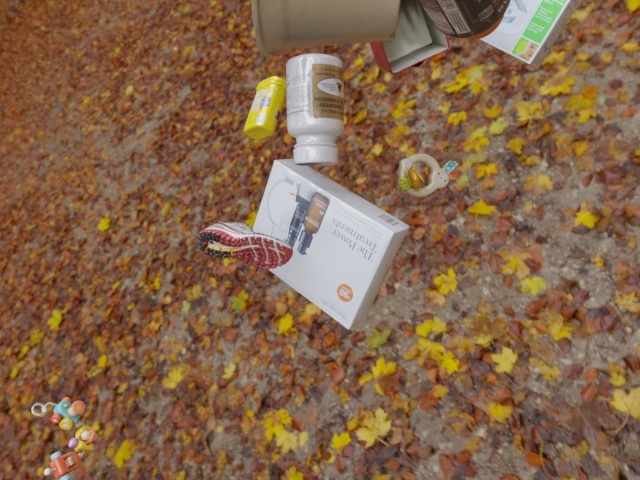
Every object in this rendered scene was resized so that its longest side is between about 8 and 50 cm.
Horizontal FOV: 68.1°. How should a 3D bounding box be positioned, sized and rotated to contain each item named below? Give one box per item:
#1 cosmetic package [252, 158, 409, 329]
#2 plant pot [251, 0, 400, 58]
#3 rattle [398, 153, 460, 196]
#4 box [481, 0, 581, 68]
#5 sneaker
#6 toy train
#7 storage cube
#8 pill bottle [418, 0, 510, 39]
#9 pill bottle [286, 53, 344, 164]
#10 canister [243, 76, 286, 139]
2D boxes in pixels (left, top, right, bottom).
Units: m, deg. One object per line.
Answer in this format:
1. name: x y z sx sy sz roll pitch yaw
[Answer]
1. cosmetic package: 0.000 0.000 1.212 0.377 0.097 0.285 33 119 25
2. plant pot: 0.027 -0.573 1.062 0.305 0.334 0.334 6 60 3
3. rattle: 0.329 -0.190 1.330 0.199 0.143 0.130 3 76 -9
4. box: 0.544 -0.643 1.302 0.262 0.126 0.231 40 121 21
5. sneaker: -0.170 -0.002 1.111 0.225 0.088 0.093 15 33 10
6. toy train: -0.506 0.389 0.954 0.046 0.125 0.166 -36 72 13
7. storage cube: 0.242 -0.626 1.400 0.183 0.215 0.193 -24 27 5
8. pill bottle: 0.202 -0.381 0.683 0.130 0.245 0.131 -1 87 30
9. pill bottle: -0.011 -0.288 1.072 0.131 0.131 0.229 2 95 36
10. canister: -0.170 -0.409 1.477 0.126 0.073 0.170 0 69 52
